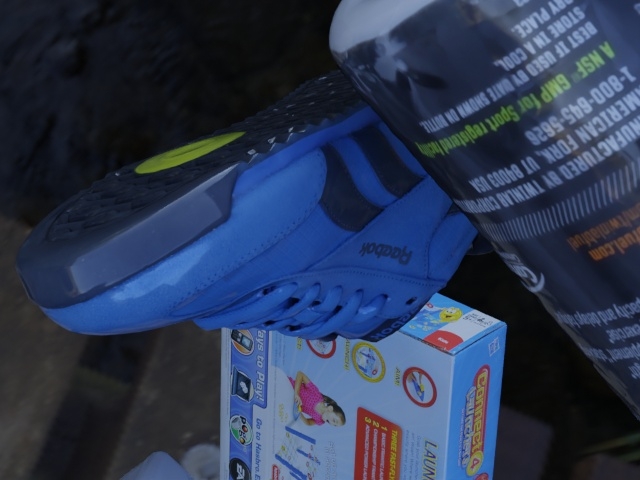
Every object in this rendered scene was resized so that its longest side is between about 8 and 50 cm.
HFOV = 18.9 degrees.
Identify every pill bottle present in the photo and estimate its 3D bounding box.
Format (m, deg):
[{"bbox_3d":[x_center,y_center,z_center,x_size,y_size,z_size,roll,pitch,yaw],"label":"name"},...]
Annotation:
[{"bbox_3d":[0.125,0.000,0.485,0.246,0.130,0.130,49,62,-12],"label":"pill bottle"}]

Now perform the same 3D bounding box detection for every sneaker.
[{"bbox_3d":[0.000,0.000,0.539,0.209,0.069,0.082,-29,107,-55],"label":"sneaker"}]

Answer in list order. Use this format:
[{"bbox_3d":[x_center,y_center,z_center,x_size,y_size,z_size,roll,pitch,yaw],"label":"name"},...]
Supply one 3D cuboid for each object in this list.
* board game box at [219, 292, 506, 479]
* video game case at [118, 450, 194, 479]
[{"bbox_3d":[0.034,0.175,1.959,0.086,0.302,0.308,-27,130,-42],"label":"board game box"},{"bbox_3d":[-0.122,0.154,0.439,0.206,0.227,0.026,-39,99,13],"label":"video game case"}]
